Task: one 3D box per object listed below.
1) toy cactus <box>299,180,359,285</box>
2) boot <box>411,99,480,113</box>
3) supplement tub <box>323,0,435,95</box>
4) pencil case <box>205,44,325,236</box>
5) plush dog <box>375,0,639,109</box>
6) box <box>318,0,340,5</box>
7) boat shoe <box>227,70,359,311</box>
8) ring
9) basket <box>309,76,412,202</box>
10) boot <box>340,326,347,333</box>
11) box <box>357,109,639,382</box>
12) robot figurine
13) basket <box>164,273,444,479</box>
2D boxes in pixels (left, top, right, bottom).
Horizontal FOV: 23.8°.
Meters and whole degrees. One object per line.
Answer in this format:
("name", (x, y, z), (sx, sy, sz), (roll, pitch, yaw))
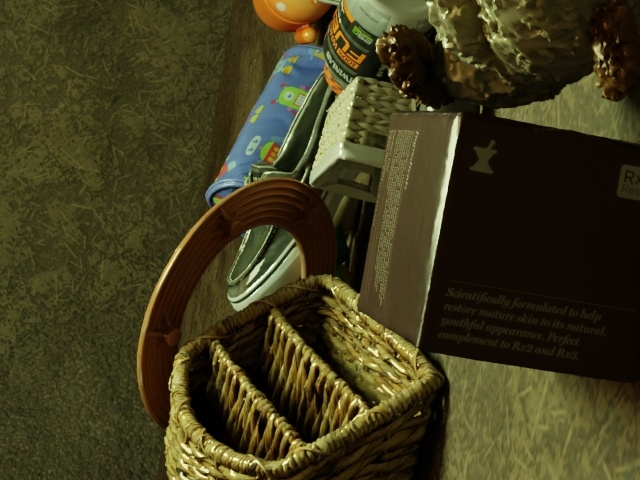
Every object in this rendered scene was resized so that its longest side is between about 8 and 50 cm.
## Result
("toy cactus", (0.000, 0.000, 2.035), (0.219, 0.112, 0.180), (-103, 34, -83))
("boot", (0.139, -0.090, 1.444), (0.208, 0.076, 0.190), (-131, 37, -84))
("supplement tub", (0.071, -0.251, 1.810), (0.190, 0.117, 0.117), (117, 160, -56))
("pencil case", (-0.049, -0.137, 2.132), (0.119, 0.133, 0.306), (91, -161, -52))
("plush dog", (0.164, -0.171, 1.107), (0.225, 0.262, 0.211), (113, 137, -75))
("box", (0.057, -0.490, 2.159), (0.169, 0.087, 0.290), (-102, 24, -62))
("boat shoe", (-0.042, -0.066, 1.924), (0.335, 0.119, 0.121), (-60, 25, -5))
("ring", (-0.085, 0.086, 1.797), (0.032, 0.336, 0.337), (26, 111, 34))
("basket", (0.063, -0.113, 1.750), (0.167, 0.113, 0.103), (144, 138, -75))
("boot", (0.002, 0.219, 1.886), (0.197, 0.073, 0.152), (-82, 7, -53))
("box", (0.138, -0.002, 1.126), (0.203, 0.168, 0.167), (-153, 74, -79))
("robot figurine", (-0.043, -0.413, 2.487), (0.219, 0.128, 0.158), (178, 115, -78))
("basket", (-0.042, 0.176, 1.602), (0.299, 0.213, 0.223), (45, 127, 57))
